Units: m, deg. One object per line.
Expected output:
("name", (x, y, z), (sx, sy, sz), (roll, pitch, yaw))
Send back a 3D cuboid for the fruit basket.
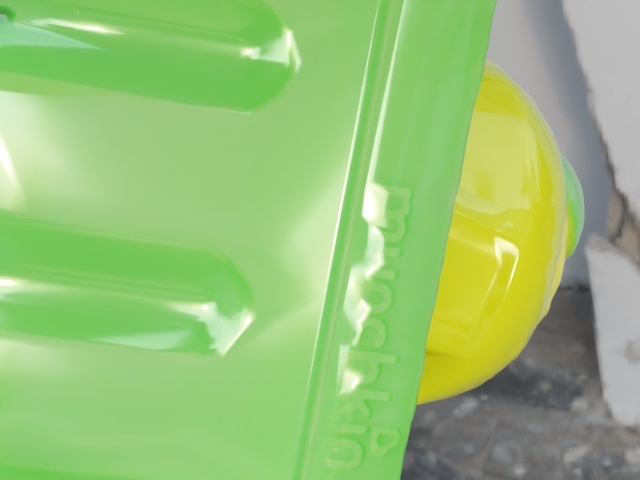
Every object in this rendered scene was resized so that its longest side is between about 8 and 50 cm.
("fruit basket", (0.000, 0.000, 0.554), (0.392, 0.392, 0.283), (-25, 22, -15))
